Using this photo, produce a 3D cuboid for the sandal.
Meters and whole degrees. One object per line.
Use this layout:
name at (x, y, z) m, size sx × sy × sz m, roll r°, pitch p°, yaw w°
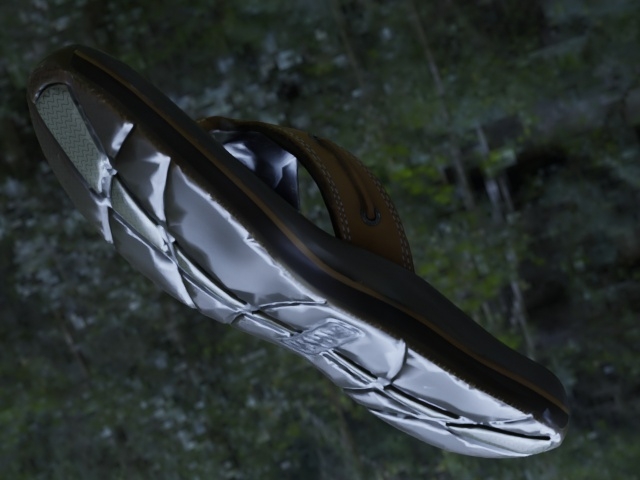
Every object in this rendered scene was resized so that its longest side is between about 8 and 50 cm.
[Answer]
sandal at (0.000, 0.000, 0.504) m, size 0.090 × 0.219 × 0.060 m, roll -26°, pitch -144°, yaw 60°
